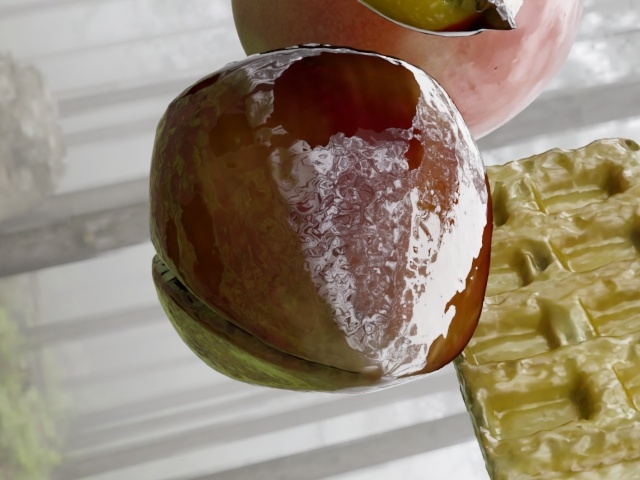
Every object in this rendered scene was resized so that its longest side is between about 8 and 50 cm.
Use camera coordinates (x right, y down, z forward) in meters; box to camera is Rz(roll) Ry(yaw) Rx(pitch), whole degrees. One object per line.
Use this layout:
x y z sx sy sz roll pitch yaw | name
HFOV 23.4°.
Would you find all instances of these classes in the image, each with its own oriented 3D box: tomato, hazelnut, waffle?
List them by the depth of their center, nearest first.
0.000 0.000 0.828 0.208 0.208 0.208 168 -90 -76 | hazelnut
0.154 0.046 0.920 0.274 0.168 0.057 -106 -177 -51 | waffle
0.070 -0.226 1.327 0.321 0.322 0.321 168 -90 -76 | tomato

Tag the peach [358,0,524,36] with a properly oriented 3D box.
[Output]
0.036 -0.214 0.746 0.159 0.154 0.267 24 -9 31 | peach
